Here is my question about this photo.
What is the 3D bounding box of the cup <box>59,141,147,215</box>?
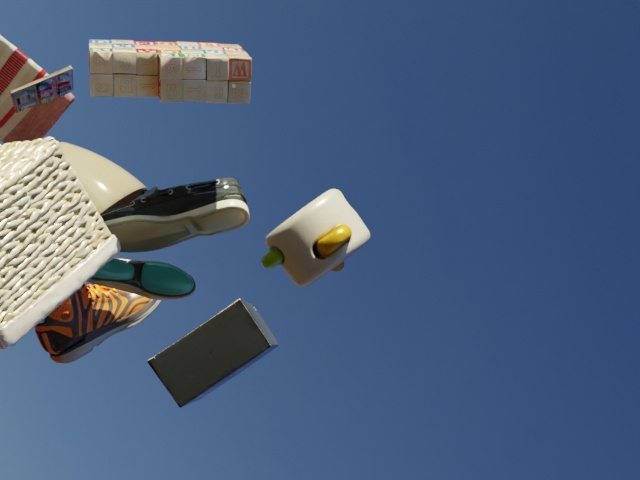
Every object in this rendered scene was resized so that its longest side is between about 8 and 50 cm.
[{"bbox_3d":[-0.652,-0.115,2.663,0.237,0.331,0.331,49,-35,2],"label":"cup"}]

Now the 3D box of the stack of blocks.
[{"bbox_3d":[-0.291,-0.324,1.955,0.171,0.297,0.087,-122,-146,-66],"label":"stack of blocks"}]

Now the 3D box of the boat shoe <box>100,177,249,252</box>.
[{"bbox_3d":[-0.319,-0.065,2.113,0.127,0.340,0.113,65,14,-57],"label":"boat shoe"}]

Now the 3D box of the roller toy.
[{"bbox_3d":[0.000,0.000,2.078,0.209,0.191,0.146,-37,-89,34],"label":"roller toy"}]

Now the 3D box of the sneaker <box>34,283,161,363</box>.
[{"bbox_3d":[-0.486,0.116,2.244,0.124,0.321,0.180,19,-42,48],"label":"sneaker"}]

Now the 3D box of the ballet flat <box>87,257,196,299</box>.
[{"bbox_3d":[-0.390,0.082,2.180,0.086,0.248,0.086,-166,-90,-83],"label":"ballet flat"}]

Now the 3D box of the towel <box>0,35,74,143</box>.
[{"bbox_3d":[-0.737,-0.354,2.283,0.329,0.037,0.237,40,-54,-15],"label":"towel"}]

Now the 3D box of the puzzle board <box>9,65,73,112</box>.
[{"bbox_3d":[-0.417,-0.224,1.542,0.011,0.096,0.128,63,-14,0],"label":"puzzle board"}]

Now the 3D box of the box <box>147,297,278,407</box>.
[{"bbox_3d":[-0.177,0.194,1.773,0.103,0.184,0.261,53,-3,5],"label":"box"}]

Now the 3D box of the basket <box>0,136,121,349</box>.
[{"bbox_3d":[-0.626,0.005,1.906,0.328,0.331,0.266,-2,-56,38],"label":"basket"}]
